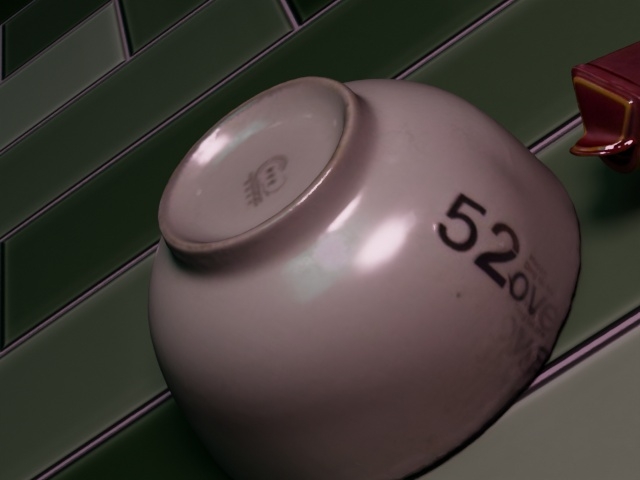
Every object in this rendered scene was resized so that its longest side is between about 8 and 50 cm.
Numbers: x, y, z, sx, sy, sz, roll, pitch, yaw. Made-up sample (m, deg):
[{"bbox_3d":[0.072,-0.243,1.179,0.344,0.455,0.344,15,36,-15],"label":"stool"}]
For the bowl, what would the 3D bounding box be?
[{"bbox_3d":[0.000,0.000,0.897,0.354,0.185,0.353,-25,37,20],"label":"bowl"}]

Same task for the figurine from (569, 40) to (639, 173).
[{"bbox_3d":[0.243,-0.089,0.841,0.154,0.098,0.082,-25,35,-14],"label":"figurine"}]
